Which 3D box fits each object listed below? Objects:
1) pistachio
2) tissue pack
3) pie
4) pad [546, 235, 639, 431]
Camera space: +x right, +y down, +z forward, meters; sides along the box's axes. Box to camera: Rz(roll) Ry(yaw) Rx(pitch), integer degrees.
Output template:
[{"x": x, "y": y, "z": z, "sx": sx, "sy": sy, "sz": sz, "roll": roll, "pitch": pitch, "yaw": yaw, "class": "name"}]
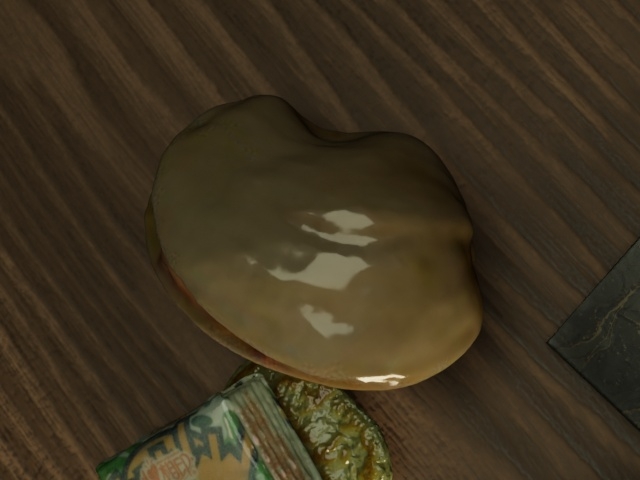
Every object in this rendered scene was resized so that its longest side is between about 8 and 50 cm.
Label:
[{"x": 0.000, "y": 0.000, "z": 1.578, "sx": 0.445, "sy": 0.281, "sz": 0.365, "roll": 36, "pitch": 55, "yaw": 20, "class": "pistachio"}, {"x": -0.097, "y": 0.346, "z": 1.589, "sx": 0.228, "sy": 0.128, "sz": 0.311, "roll": -32, "pitch": 88, "yaw": 28, "class": "tissue pack"}, {"x": -0.026, "y": 0.252, "z": 1.659, "sx": 0.248, "sy": 0.090, "sz": 0.201, "roll": 44, "pitch": 108, "yaw": 17, "class": "pie"}, {"x": 0.468, "y": 0.153, "z": 1.510, "sx": 0.367, "sy": 0.007, "sz": 0.248, "roll": 45, "pitch": 108, "yaw": 18, "class": "pad"}]
